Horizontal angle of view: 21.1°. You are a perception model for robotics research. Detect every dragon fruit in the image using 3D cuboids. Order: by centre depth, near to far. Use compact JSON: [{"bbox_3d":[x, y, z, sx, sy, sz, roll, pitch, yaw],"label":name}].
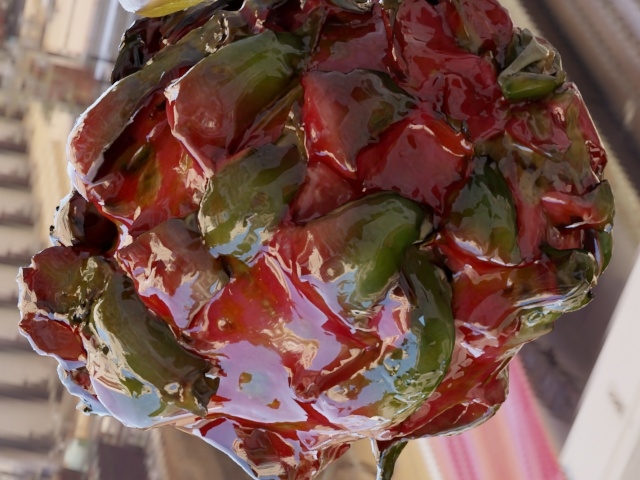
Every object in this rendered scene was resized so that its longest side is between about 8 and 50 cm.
[{"bbox_3d":[-0.004,-0.007,0.859,0.302,0.237,0.231,-13,-121,17],"label":"dragon fruit"}]

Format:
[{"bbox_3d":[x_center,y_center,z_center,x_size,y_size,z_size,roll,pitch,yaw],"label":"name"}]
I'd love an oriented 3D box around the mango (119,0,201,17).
[{"bbox_3d":[0.009,-0.157,0.588,0.217,0.102,0.141,-22,-166,20],"label":"mango"}]
